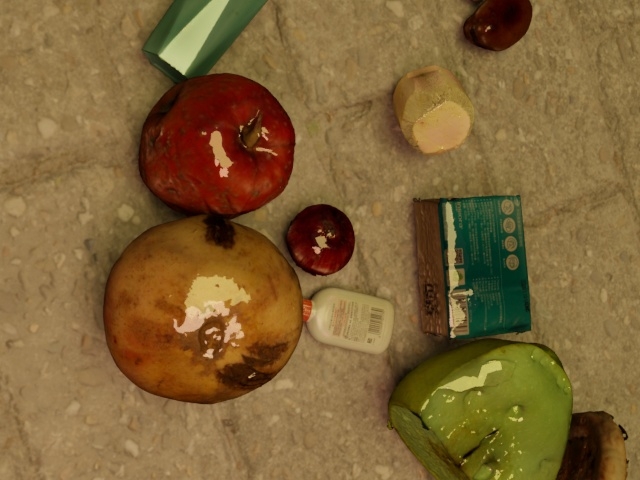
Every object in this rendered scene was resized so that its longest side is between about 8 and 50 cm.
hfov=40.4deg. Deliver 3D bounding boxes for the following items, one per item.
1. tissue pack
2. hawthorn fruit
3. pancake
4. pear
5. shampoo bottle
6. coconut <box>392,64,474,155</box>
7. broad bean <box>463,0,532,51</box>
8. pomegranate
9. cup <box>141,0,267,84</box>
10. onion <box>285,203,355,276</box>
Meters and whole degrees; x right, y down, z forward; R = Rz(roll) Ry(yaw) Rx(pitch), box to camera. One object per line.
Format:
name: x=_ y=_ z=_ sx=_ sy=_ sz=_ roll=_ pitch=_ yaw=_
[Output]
tissue pack: x=0.288 y=0.046 z=1.667 sx=0.192 sy=0.134 sz=0.270 roll=-2 pitch=88 yaw=-23
hawthorn fruit: x=-0.168 y=-0.148 z=1.433 sx=0.258 sy=0.262 sz=0.258 roll=-33 pitch=136 yaw=-38
pancake: x=0.439 y=0.476 z=1.589 sx=0.071 sy=0.382 sz=0.382 roll=27 pitch=78 yaw=-5
pear: x=0.311 y=0.304 z=1.599 sx=0.318 sy=0.238 sz=0.342 roll=-42 pitch=110 yaw=-14
shampoo bottle: x=0.029 y=0.141 z=1.602 sx=0.221 sy=0.051 sz=0.108 roll=14 pitch=83 yaw=-20
coconut: x=0.212 y=-0.249 z=1.649 sx=0.147 sy=0.152 sz=0.147 roll=-3 pitch=126 yaw=-4
broad bean: x=0.363 y=-0.443 z=1.749 sx=0.165 sy=0.084 sz=0.114 roll=-40 pitch=136 yaw=-20
pomegranate: x=-0.185 y=0.109 z=1.388 sx=0.322 sy=0.322 sz=0.322 roll=1 pitch=87 yaw=-22
cup: x=-0.196 y=-0.382 z=1.503 sx=0.148 sy=0.134 sz=0.235 roll=40 pitch=82 yaw=-43
onion: x=0.000 y=0.000 z=1.559 sx=0.131 sy=0.131 sz=0.131 roll=1 pitch=87 yaw=-22
